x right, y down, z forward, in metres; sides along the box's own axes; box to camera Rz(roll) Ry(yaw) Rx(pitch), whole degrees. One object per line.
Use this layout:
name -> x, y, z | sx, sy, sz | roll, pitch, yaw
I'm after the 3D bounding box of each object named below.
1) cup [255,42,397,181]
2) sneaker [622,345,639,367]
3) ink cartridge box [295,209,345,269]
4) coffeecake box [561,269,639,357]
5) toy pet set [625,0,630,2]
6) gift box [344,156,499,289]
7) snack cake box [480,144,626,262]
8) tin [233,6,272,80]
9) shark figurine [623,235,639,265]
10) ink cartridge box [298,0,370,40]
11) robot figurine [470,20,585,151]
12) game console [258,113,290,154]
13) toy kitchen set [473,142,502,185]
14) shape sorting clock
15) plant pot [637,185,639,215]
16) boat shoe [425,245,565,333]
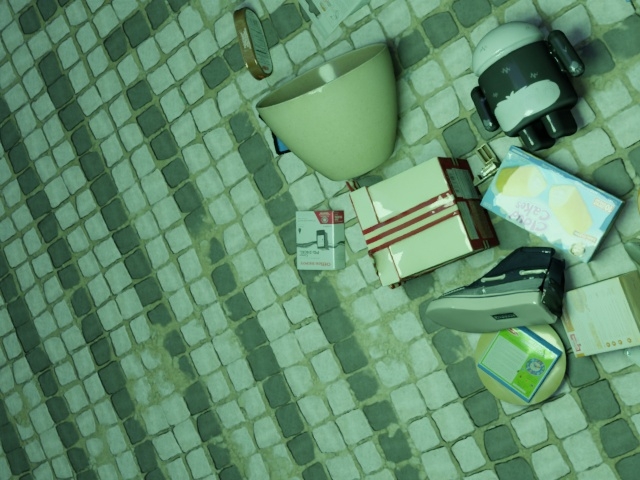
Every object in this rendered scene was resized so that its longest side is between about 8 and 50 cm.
cup -> 0.049, -0.279, 1.881 | 0.331, 0.331, 0.237 | -17, 111, 27
sneaker -> 0.676, 0.208, 1.704 | 0.094, 0.080, 0.212 | -22, 84, 38
ink cartridge box -> 0.000, 0.000, 2.032 | 0.109, 0.063, 0.150 | 0, 93, 27
coffeecake box -> 0.595, 0.156, 1.692 | 0.185, 0.068, 0.142 | -29, 78, 57
toy pet set -> 0.638, -0.552, 1.674 | 0.122, 0.065, 0.114 | -17, 86, 27
gift box -> 0.211, -0.048, 1.813 | 0.258, 0.276, 0.255 | -24, 77, 27
snack cake box -> 0.503, -0.081, 1.760 | 0.264, 0.089, 0.152 | 32, 106, 22
tin -> -0.171, -0.502, 2.062 | 0.040, 0.106, 0.189 | -17, 86, 26
shark figurine -> 0.728, 0.077, 1.627 | 0.278, 0.166, 0.116 | 21, 94, 10
ink cartridge box -> 0.044, -0.633, 1.989 | 0.225, 0.056, 0.181 | -43, 74, 42
robot figurine -> 0.439, -0.331, 1.733 | 0.209, 0.173, 0.278 | -26, 81, 2
game console -> -0.084, -0.283, 2.055 | 0.122, 0.107, 0.071 | -12, 60, 26
toy kitchen set -> 0.360, -0.172, 1.828 | 0.068, 0.083, 0.075 | -37, 77, 23
shape sorting clock -> 0.452, 0.268, 1.834 | 0.206, 0.040, 0.206 | -1, 88, 31
plant pot -> 0.725, -0.078, 1.592 | 0.205, 0.188, 0.205 | 2, 94, 27
boat shoe -> 0.399, 0.109, 1.824 | 0.340, 0.127, 0.158 | -9, 50, 44
